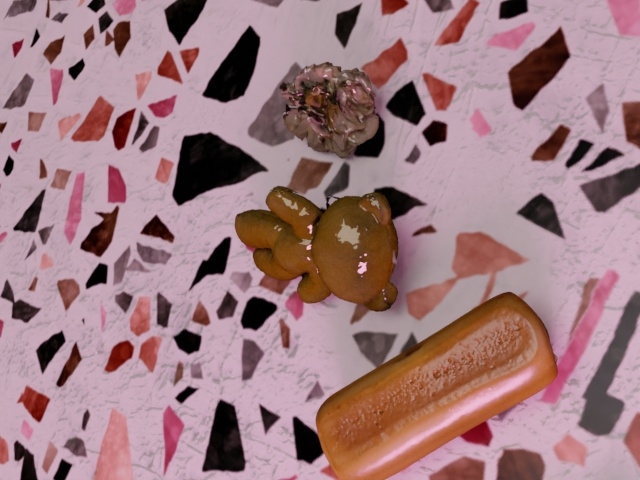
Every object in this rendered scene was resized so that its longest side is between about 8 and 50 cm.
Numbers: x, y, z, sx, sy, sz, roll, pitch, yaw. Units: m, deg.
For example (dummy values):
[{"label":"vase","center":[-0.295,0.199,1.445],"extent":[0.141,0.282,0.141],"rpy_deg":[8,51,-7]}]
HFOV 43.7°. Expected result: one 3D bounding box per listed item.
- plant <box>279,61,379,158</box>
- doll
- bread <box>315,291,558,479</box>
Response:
[{"label":"plant","center":[-0.001,-0.142,0.853],"extent":[0.116,0.122,0.105],"rpy_deg":[-4,86,26]},{"label":"doll","center":[0.000,0.000,0.834],"extent":[0.209,0.097,0.137],"rpy_deg":[9,121,42]},{"label":"bread","center":[0.107,0.139,0.728],"extent":[0.239,0.074,0.093],"rpy_deg":[-35,59,21]}]
